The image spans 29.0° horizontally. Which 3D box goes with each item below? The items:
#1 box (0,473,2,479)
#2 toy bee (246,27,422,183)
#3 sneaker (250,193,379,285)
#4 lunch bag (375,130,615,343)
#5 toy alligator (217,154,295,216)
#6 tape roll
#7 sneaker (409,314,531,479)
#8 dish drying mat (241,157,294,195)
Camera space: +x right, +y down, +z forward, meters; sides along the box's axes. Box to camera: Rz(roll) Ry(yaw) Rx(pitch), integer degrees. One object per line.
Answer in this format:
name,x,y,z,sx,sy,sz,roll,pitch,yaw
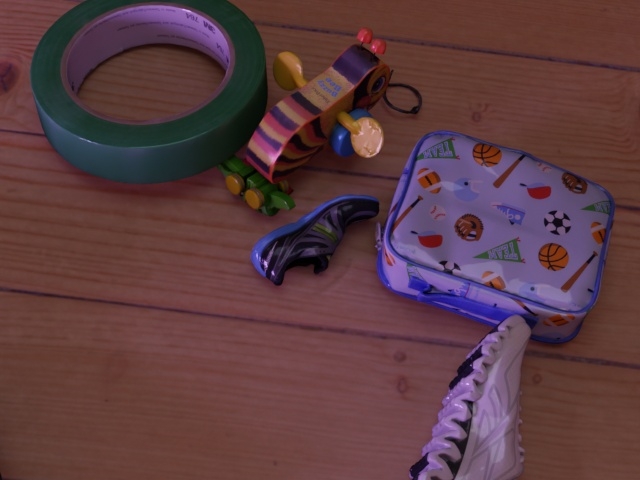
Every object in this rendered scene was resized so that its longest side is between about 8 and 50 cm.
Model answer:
box,-0.468,0.285,1.387,0.216,0.060,0.270,-19,50,-15
toy bee,0.023,-0.207,1.668,0.195,0.162,0.298,24,49,11
sneaker,0.000,0.000,1.635,0.188,0.067,0.078,-30,76,-17
lunch bag,0.223,-0.001,1.624,0.303,0.115,0.243,17,62,4
toy alligator,-0.105,-0.082,1.679,0.189,0.051,0.056,36,50,26
tape roll,-0.234,-0.221,1.706,0.321,0.077,0.321,0,53,1
sneaker,0.199,0.228,1.496,0.118,0.110,0.292,27,69,2
dish drying mat,-0.077,-0.084,1.705,0.083,0.008,0.032,39,64,16
